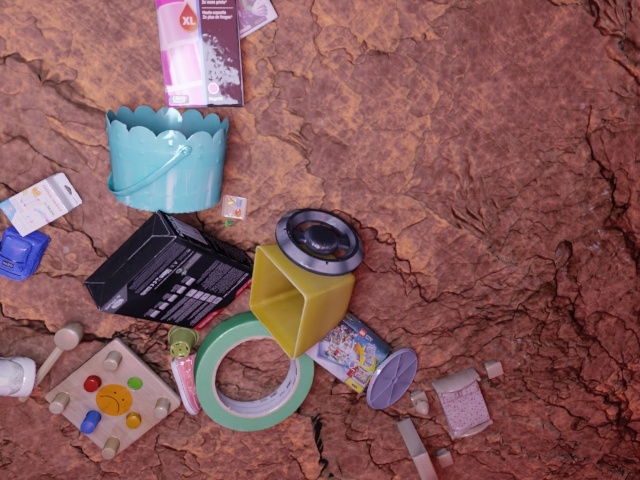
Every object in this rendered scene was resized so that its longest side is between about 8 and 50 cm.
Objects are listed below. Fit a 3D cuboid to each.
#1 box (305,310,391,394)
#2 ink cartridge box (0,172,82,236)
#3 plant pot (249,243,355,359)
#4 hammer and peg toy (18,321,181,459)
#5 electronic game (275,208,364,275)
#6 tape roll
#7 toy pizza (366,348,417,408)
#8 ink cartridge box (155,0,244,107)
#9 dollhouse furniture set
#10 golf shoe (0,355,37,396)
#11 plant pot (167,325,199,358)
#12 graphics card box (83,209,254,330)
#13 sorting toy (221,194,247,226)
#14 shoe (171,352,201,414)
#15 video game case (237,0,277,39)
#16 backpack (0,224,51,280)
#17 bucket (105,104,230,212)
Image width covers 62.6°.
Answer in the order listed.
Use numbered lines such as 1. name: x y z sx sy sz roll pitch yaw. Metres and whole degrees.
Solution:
1. box: 0.071 0.297 1.451 0.233 0.044 0.159 42 77 -25
2. ink cartridge box: -0.654 -0.091 1.245 0.143 0.090 0.092 -28 109 2
3. plant pot: -0.037 0.129 1.318 0.187 0.212 0.212 -16 134 -34
4. hammer and peg toy: -0.584 0.383 1.384 0.266 0.127 0.361 -39 105 5
5. electronic game: 0.000 0.000 1.303 0.229 0.229 0.048 13 131 -12
6. tape roll: -0.179 0.354 1.428 0.321 0.077 0.321 -5 105 -17
7. toy pizza: 0.202 0.393 1.512 0.201 0.032 0.201 -22 127 -33
8. ink cartridge box: -0.270 -0.486 1.172 0.176 0.069 0.371 -4 105 -7
9. dollhouse furniture set: 0.432 0.576 1.563 0.355 0.174 0.303 -23 109 -1
10. golf shoe: -0.840 0.324 1.277 0.306 0.140 0.115 -6 79 23
11. plant pot: -0.370 0.275 1.404 0.083 0.079 0.083 -2 107 -8
12. graphics card box: -0.324 0.088 1.230 0.233 0.371 0.094 -43 65 7
13. sorting toy: -0.223 -0.072 1.353 0.062 0.012 0.083 6 106 -10
14. shoe: -0.344 0.395 1.452 0.081 0.063 0.178 -16 103 1
15. video game case: -0.222 -0.544 1.203 0.190 0.022 0.173 -30 108 2
16. backpack: -0.734 0.035 1.269 0.098 0.101 0.120 27 105 -8
17. bucket: -0.339 -0.186 1.174 0.281 0.281 0.183 4 112 -9
